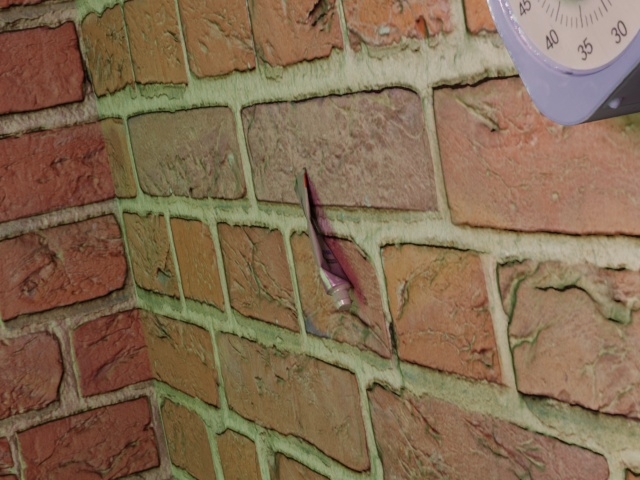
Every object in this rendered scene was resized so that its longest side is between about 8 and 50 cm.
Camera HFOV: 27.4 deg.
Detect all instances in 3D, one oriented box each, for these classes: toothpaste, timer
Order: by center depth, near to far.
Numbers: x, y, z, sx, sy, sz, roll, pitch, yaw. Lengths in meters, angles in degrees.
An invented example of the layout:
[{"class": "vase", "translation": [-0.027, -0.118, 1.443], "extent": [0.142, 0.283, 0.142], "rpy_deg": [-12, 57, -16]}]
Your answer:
[{"class": "timer", "translation": [0.307, -0.349, 1.485], "extent": [0.395, 0.173, 0.395], "rpy_deg": [45, 142, 50]}, {"class": "toothpaste", "translation": [0.000, 0.000, 2.486], "extent": [0.075, 0.048, 0.301], "rpy_deg": [63, -174, -61]}]
